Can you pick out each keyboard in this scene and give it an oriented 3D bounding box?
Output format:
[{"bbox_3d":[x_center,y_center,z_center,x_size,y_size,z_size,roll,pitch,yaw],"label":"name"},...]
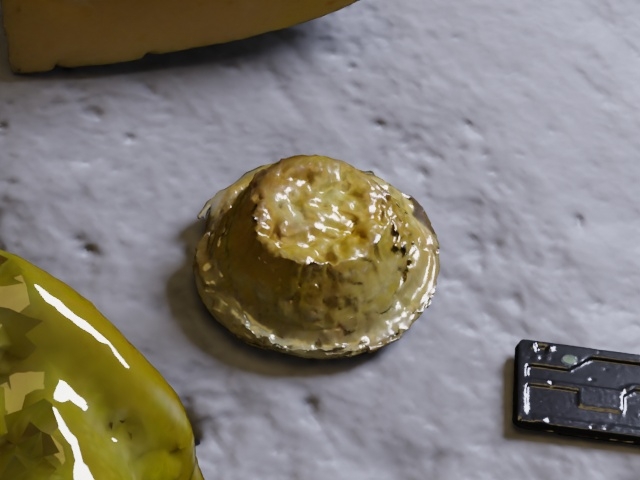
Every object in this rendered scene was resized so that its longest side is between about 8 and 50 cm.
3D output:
[{"bbox_3d":[0.169,0.078,0.874,0.155,0.010,0.053,8,49,0],"label":"keyboard"}]

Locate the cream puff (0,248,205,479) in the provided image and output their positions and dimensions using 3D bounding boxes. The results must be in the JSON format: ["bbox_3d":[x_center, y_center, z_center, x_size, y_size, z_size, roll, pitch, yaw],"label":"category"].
[{"bbox_3d":[-0.171,0.158,0.622,0.257,0.291,0.324,30,59,-36],"label":"cream puff"}]

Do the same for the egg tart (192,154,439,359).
[{"bbox_3d":[0.000,0.000,0.897,0.128,0.049,0.129,4,50,-5],"label":"egg tart"}]

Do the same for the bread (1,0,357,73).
[{"bbox_3d":[-0.072,-0.230,0.982,0.224,0.211,0.184,-5,42,-4],"label":"bread"}]
